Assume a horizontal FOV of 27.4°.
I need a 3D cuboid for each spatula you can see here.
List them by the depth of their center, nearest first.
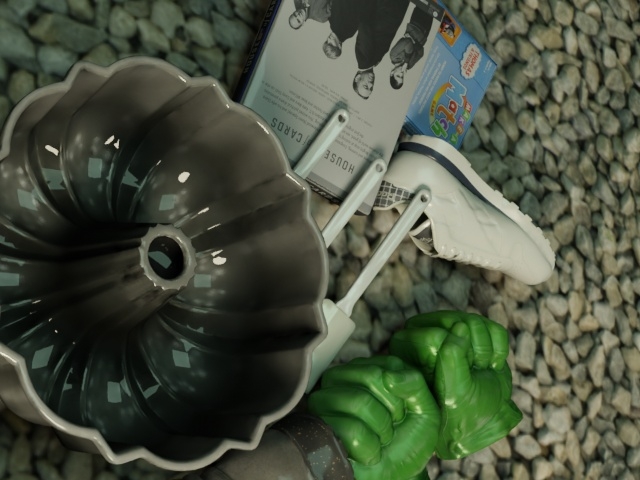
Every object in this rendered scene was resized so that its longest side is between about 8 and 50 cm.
[{"bbox_3d":[0.000,0.000,1.246,0.168,0.019,0.242,43,69,-18],"label":"spatula"}]

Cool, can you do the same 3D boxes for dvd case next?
[{"bbox_3d":[0.016,-0.169,1.295,0.179,0.029,0.239,29,74,-29],"label":"dvd case"}]

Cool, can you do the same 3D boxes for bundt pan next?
[{"bbox_3d":[-0.155,0.026,1.060,0.330,0.124,0.331,13,69,-38],"label":"bundt pan"}]

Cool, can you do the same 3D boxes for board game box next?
[{"bbox_3d":[0.090,-0.201,1.402,0.211,0.039,0.160,43,54,-23],"label":"board game box"}]

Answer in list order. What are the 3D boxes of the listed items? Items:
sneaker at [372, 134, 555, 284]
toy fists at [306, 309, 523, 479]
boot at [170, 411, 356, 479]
[{"bbox_3d":[0.150,-0.011,1.383,0.235,0.090,0.095,37,68,-23],"label":"sneaker"},{"bbox_3d":[0.093,0.158,1.267,0.279,0.096,0.142,-28,96,-41],"label":"toy fists"},{"bbox_3d":[-0.040,0.333,1.106,0.222,0.118,0.338,-24,87,-36],"label":"boot"}]
